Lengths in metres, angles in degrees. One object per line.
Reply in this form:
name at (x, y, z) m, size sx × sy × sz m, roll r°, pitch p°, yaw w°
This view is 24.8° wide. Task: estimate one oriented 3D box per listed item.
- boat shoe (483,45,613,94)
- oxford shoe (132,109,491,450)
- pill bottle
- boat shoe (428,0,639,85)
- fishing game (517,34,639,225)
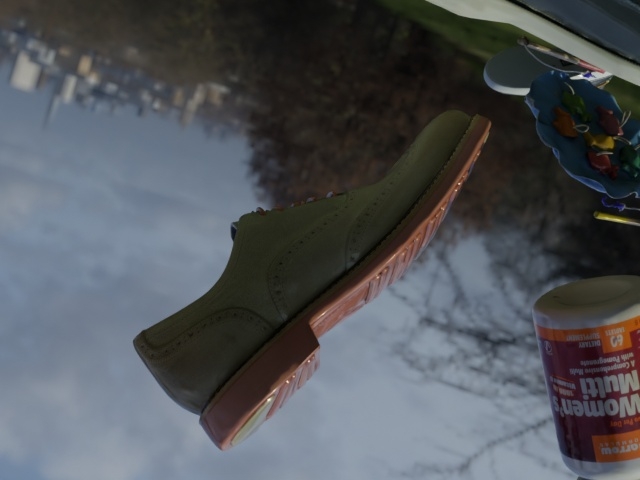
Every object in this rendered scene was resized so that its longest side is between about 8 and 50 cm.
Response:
boat shoe at (0.280, -0.194, 1.779) m, size 0.183 × 0.065 × 0.083 m, roll -9°, pitch 153°, yaw -15°
oxford shoe at (0.000, 0.000, 1.312) m, size 0.146 × 0.397 × 0.140 m, roll 41°, pitch 159°, yaw 10°
pill bottle at (0.279, 0.153, 1.382) m, size 0.121 × 0.221 × 0.121 m, roll -12°, pitch -168°, yaw 3°
boat shoe at (0.123, -0.128, 0.661) m, size 0.254 × 0.079 × 0.095 m, roll 19°, pitch -159°, yaw -13°
fishing game at (0.306, -0.123, 1.599) m, size 0.189 × 0.041 × 0.264 m, roll 13°, pitch -134°, yaw -31°
